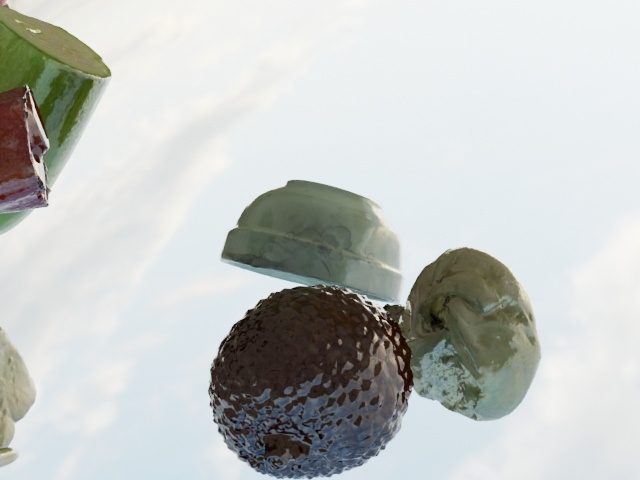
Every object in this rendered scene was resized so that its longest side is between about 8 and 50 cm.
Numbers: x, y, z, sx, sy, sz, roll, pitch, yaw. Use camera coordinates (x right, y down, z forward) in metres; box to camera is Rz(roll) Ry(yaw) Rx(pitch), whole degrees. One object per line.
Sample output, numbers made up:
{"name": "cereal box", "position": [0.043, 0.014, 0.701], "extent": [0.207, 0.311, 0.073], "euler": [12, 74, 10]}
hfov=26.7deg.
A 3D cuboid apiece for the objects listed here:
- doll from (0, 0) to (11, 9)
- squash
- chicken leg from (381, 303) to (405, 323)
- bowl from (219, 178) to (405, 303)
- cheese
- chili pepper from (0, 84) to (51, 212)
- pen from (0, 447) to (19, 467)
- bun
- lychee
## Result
{"name": "doll", "position": [-0.588, -0.395, 2.206], "extent": [0.085, 0.183, 0.217], "euler": [29, -74, 54]}
{"name": "squash", "position": [-0.477, -0.170, 2.063], "extent": [0.309, 0.210, 0.233], "euler": [-56, 152, 13]}
{"name": "chicken leg", "position": [0.080, 0.137, 2.031], "extent": [0.197, 0.085, 0.069], "euler": [-1, 169, -7]}
{"name": "bowl", "position": [0.000, 0.000, 2.212], "extent": [0.307, 0.307, 0.163], "euler": [2, -105, 63]}
{"name": "cheese", "position": [-0.565, 0.270, 2.201], "extent": [0.093, 0.159, 0.263], "euler": [-15, -150, 27]}
{"name": "chili pepper", "position": [-0.452, -0.089, 1.631], "extent": [0.252, 0.144, 0.136], "euler": [-14, -150, -12]}
{"name": "pen", "position": [-0.494, 0.319, 1.904], "extent": [0.040, 0.032, 0.233], "euler": [-17, 176, 21]}
{"name": "bun", "position": [0.186, 0.130, 1.812], "extent": [0.116, 0.237, 0.210], "euler": [3, 151, -44]}
{"name": "lychee", "position": [-0.015, 0.180, 1.716], "extent": [0.260, 0.261, 0.260], "euler": [-32, -162, 12]}
